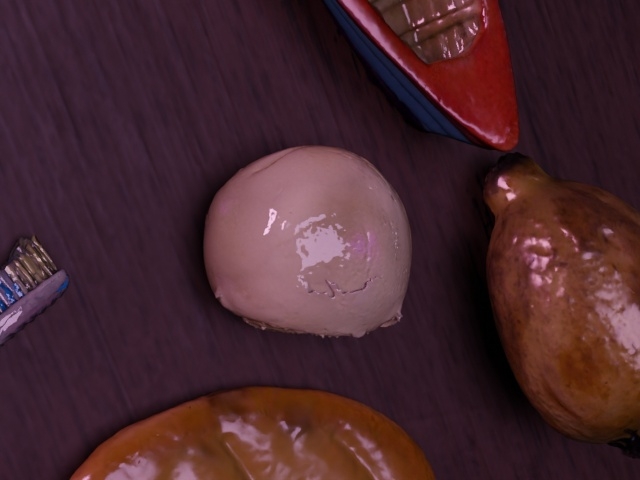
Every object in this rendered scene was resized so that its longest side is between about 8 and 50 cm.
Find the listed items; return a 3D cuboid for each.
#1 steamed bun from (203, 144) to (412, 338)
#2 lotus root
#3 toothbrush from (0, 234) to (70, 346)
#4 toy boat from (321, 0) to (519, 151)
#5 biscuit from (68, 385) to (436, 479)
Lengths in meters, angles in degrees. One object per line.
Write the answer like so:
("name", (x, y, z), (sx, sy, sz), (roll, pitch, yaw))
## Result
("steamed bun", (0.000, 0.000, 0.643), (0.129, 0.091, 0.113), (11, 84, -25))
("lotus root", (0.171, 0.039, 0.714), (0.138, 0.138, 0.214), (-36, 94, -21))
("toothbrush", (-0.291, 0.128, 0.521), (0.413, 0.035, 0.042), (-39, 90, -26))
("toy boat", (0.009, -0.223, 0.655), (0.136, 0.079, 0.392), (-33, 103, -24))
("biscuit", (-0.030, 0.184, 0.656), (0.260, 0.041, 0.203), (25, 80, -25))
